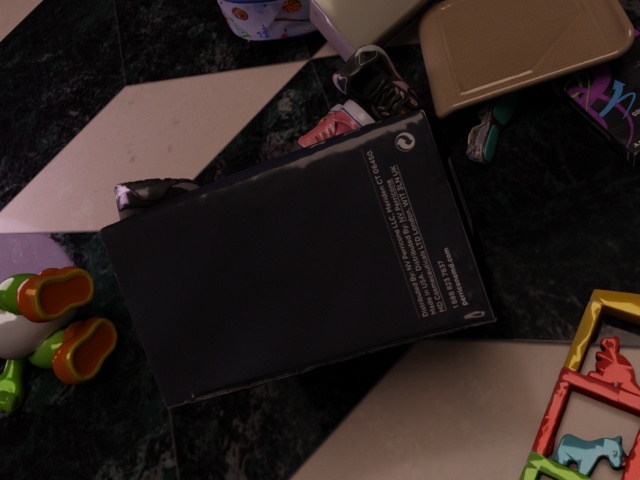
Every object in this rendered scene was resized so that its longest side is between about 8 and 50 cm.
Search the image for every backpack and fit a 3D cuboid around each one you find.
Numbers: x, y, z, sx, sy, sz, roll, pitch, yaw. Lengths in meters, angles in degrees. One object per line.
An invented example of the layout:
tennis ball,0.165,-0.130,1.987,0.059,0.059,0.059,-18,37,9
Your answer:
backpack,-0.065,-0.455,0.999,0.276,0.213,0.263,-11,70,16

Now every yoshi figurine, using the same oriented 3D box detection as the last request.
yoshi figurine,-0.484,0.128,0.880,0.362,0.203,0.204,-3,69,27

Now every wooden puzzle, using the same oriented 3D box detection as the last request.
wooden puzzle,0.249,-0.266,0.816,0.238,0.044,0.221,-19,49,20

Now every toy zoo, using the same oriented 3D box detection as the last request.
toy zoo,0.317,0.167,0.586,0.192,0.030,0.293,18,72,31

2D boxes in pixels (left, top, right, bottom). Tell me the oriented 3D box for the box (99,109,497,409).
box,0.000,0.000,0.636,0.294,0.296,0.183,-19,95,14

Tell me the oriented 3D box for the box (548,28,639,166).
box,0.367,-0.176,0.748,0.116,0.029,0.162,-33,56,5

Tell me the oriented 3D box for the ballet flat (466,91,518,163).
ballet flat,0.213,-0.148,0.799,0.041,0.041,0.114,17,71,31

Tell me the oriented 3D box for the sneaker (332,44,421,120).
sneaker,0.088,-0.182,0.795,0.072,0.178,0.077,-48,62,20

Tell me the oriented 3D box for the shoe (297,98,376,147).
shoe,0.023,-0.133,0.824,0.081,0.063,0.178,-45,16,1

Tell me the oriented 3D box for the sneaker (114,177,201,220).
sneaker,-0.195,0.003,0.790,0.100,0.271,0.108,-5,68,-12

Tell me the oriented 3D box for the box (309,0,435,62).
box,0.120,-0.380,0.907,0.275,0.094,0.113,-39,92,0
